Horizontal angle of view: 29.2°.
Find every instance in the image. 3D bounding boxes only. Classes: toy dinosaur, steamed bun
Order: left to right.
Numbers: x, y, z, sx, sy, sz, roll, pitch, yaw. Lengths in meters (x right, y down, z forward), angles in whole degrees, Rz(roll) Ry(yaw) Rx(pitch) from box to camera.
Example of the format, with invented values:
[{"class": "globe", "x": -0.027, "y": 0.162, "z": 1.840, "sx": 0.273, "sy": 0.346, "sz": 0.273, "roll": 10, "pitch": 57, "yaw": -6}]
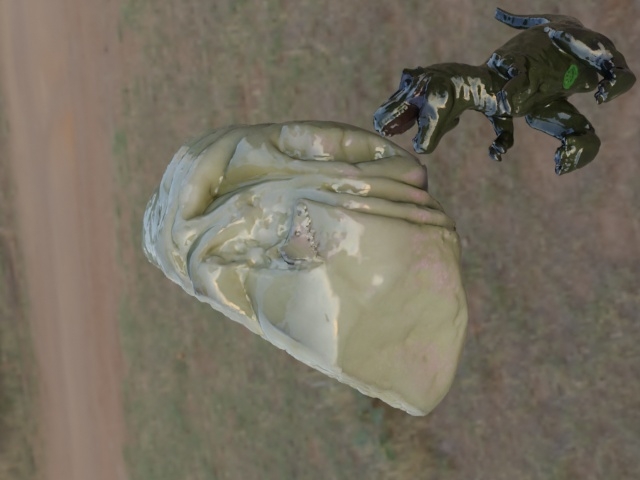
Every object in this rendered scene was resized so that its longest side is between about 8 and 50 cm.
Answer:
[{"class": "steamed bun", "x": 0.000, "y": 0.000, "z": 1.099, "sx": 0.206, "sy": 0.320, "sz": 0.275, "roll": -63, "pitch": 1, "yaw": 0}, {"class": "toy dinosaur", "x": 0.111, "y": -0.126, "z": 0.791, "sx": 0.179, "sy": 0.187, "sz": 0.087, "roll": 58, "pitch": 142, "yaw": 35}]
